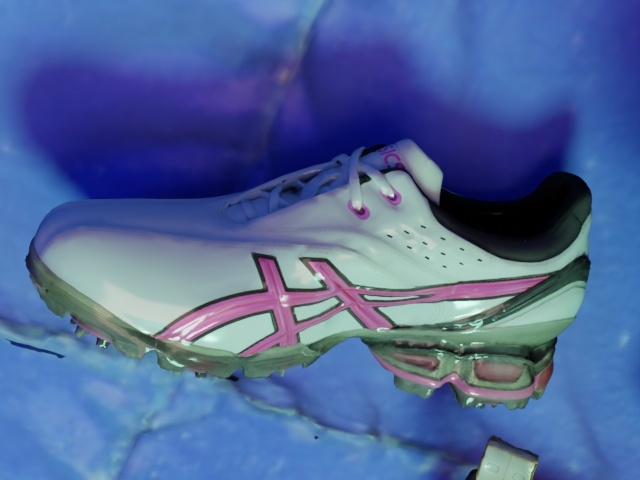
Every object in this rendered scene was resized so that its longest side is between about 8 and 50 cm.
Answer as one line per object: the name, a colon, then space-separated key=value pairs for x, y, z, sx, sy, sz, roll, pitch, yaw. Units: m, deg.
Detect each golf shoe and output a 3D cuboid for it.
golf shoe: x=0.000 y=0.000 z=0.506 sx=0.186 sy=0.067 sz=0.086 roll=6 pitch=116 yaw=-22

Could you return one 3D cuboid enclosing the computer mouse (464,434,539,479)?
computer mouse: x=0.139 y=0.054 z=0.552 sx=0.184 sy=0.060 sz=0.262 roll=3 pitch=132 yaw=-22
